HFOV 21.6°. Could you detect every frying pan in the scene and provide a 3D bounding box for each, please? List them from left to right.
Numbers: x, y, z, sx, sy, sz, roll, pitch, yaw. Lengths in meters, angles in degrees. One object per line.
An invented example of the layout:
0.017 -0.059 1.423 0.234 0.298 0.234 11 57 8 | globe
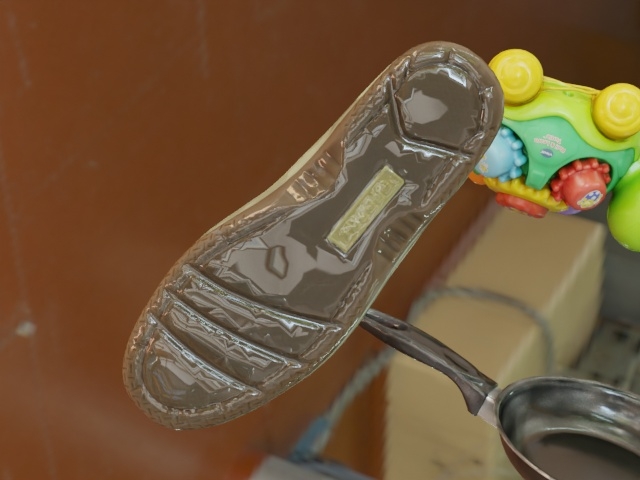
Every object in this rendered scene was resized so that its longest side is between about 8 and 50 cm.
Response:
0.167 0.153 1.331 0.197 0.326 0.053 -76 -179 -66 | frying pan

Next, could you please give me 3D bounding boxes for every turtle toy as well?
0.116 -0.039 0.771 0.095 0.130 0.066 55 54 -88 | turtle toy

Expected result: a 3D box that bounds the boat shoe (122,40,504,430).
0.000 0.000 0.666 0.190 0.068 0.072 -42 -175 6 | boat shoe
